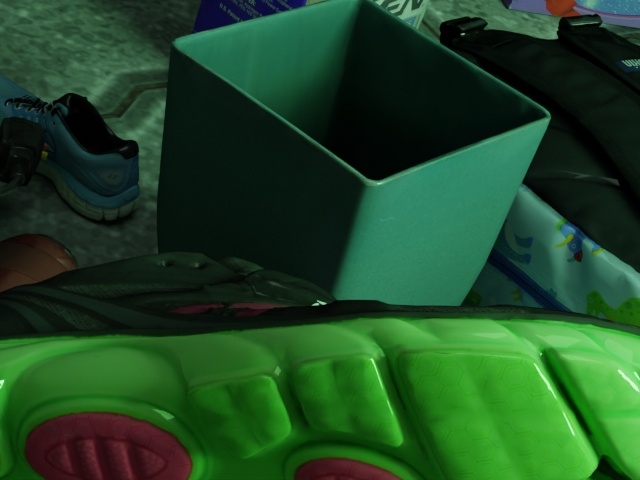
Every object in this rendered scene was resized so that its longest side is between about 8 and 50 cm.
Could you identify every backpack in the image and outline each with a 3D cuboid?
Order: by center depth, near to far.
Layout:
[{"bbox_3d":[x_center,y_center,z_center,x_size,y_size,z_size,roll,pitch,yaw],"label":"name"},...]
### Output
[{"bbox_3d":[0.219,0.008,1.058,0.290,0.273,0.355,-6,23,-34],"label":"backpack"}]

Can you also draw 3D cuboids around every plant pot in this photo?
[{"bbox_3d":[0.000,0.000,0.940,0.165,0.234,0.166,37,38,30],"label":"plant pot"}]

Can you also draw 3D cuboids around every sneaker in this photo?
[{"bbox_3d":[-0.009,0.075,0.735,0.483,0.185,0.202,4,29,17],"label":"sneaker"},{"bbox_3d":[-0.190,-0.085,1.096,0.162,0.073,0.063,32,39,14],"label":"sneaker"}]

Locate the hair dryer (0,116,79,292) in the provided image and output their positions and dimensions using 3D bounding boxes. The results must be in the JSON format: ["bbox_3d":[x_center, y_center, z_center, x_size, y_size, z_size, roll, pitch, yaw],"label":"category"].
[{"bbox_3d":[-0.261,0.033,0.939,0.224,0.080,0.293,-10,39,-12],"label":"hair dryer"}]

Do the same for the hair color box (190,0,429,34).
[{"bbox_3d":[0.027,-0.266,1.203,0.110,0.338,0.185,40,41,24],"label":"hair color box"}]

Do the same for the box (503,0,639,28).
[{"bbox_3d":[0.345,-0.310,1.524,0.293,0.201,0.057,5,40,-21],"label":"box"}]
